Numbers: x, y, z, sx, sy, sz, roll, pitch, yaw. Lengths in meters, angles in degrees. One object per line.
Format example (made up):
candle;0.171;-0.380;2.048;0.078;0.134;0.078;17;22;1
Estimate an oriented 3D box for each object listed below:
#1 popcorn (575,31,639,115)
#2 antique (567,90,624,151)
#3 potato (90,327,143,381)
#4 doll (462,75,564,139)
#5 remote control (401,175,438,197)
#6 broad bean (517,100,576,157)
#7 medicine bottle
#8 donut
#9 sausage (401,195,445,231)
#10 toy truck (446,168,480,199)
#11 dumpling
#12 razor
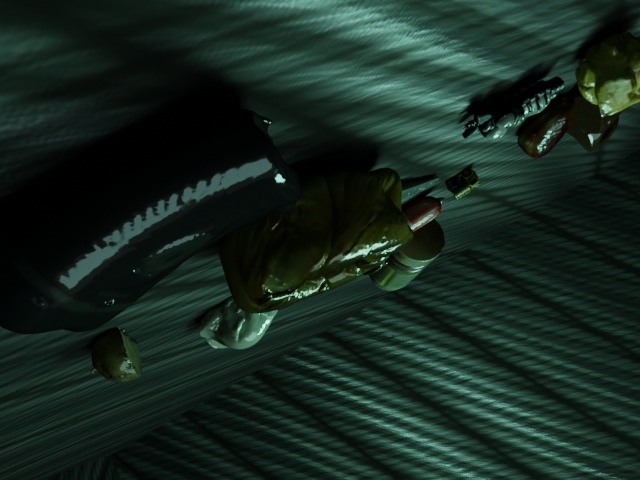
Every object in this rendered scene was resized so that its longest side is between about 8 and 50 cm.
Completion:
popcorn;0.574;-0.324;0.931;0.167;0.148;0.152;-40;-161;-19
antique;0.687;-0.327;1.187;0.143;0.121;0.257;-40;157;3
potato;-0.430;0.255;1.011;0.089;0.100;0.172;-20;165;-17
doll;0.369;-0.251;0.926;0.219;0.067;0.091;-26;168;-10
remote control;0.213;-0.123;1.127;0.184;0.027;0.050;-21;164;-46
broad bean;0.552;-0.272;1.175;0.114;0.084;0.165;-38;167;-41
medicine bottle;0.249;0.045;1.479;0.151;0.151;0.322;-25;164;-17
donut;0.000;0.000;0.861;0.361;0.169;0.360;-24;168;-6
sausage;0.212;-0.043;1.287;0.274;0.074;0.074;-32;165;4
toy truck;0.382;-0.151;1.286;0.083;0.054;0.049;-34;164;11
dumpling;-0.218;0.206;1.238;0.229;0.124;0.151;-42;126;20
razor;-0.189;-0.019;0.542;0.349;0.113;0.204;-32;166;-1
